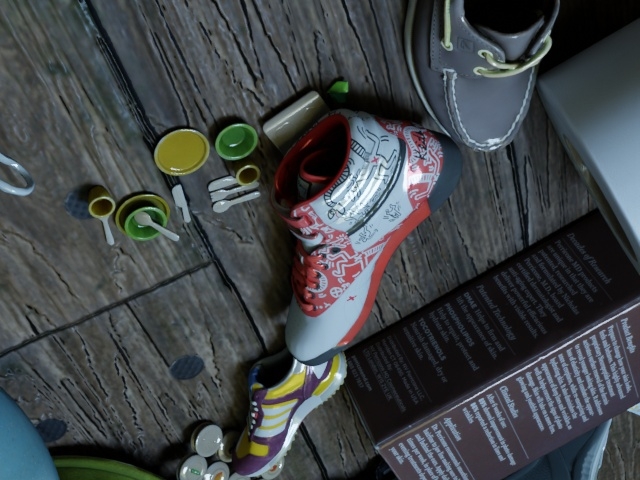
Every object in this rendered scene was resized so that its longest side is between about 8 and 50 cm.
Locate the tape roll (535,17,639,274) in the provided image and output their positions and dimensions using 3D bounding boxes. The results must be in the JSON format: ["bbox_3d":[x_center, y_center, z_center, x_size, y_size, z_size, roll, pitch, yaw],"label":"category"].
[{"bbox_3d":[0.320,-0.079,0.884,0.169,0.246,0.246,-30,136,10],"label":"tape roll"}]

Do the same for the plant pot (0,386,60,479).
[{"bbox_3d":[-0.355,0.196,0.825,0.293,0.293,0.196,-6,106,-21],"label":"plant pot"}]

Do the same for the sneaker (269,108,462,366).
[{"bbox_3d":[0.000,-0.001,0.915,0.145,0.090,0.270,12,123,-39],"label":"sneaker"}]

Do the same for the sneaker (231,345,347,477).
[{"bbox_3d":[-0.056,0.172,1.077,0.083,0.069,0.185,27,108,-31],"label":"sneaker"}]

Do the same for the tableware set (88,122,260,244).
[{"bbox_3d":[-0.123,-0.047,0.869,0.154,0.024,0.104,-18,135,-10],"label":"tableware set"}]

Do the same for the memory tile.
[{"bbox_3d":[-0.106,0.271,1.136,0.148,0.012,0.113,33,78,-43],"label":"memory tile"}]

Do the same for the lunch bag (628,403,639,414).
[{"bbox_3d":[0.422,0.190,1.327,0.083,0.053,0.071,26,113,-31],"label":"lunch bag"}]

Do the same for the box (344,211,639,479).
[{"bbox_3d":[0.229,0.132,1.122,0.381,0.143,0.191,-28,135,3],"label":"box"}]

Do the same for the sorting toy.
[{"bbox_3d":[-0.004,-0.105,0.881,0.083,0.012,0.062,-34,138,6],"label":"sorting toy"}]

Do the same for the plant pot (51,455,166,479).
[{"bbox_3d":[-0.254,0.456,0.941,0.366,0.353,0.367,-2,112,-5],"label":"plant pot"}]

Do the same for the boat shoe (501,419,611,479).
[{"bbox_3d":[0.281,0.305,1.237,0.320,0.118,0.103,-63,150,-24],"label":"boat shoe"}]

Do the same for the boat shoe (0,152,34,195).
[{"bbox_3d":[-0.285,-0.050,0.710,0.156,0.136,0.367,-9,136,-18],"label":"boat shoe"}]

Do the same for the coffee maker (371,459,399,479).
[{"bbox_3d":[0.101,0.352,1.272,0.178,0.120,0.171,-23,136,-4],"label":"coffee maker"}]

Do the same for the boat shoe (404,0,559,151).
[{"bbox_3d":[0.137,-0.191,0.809,0.116,0.097,0.324,-17,135,-12],"label":"boat shoe"}]
